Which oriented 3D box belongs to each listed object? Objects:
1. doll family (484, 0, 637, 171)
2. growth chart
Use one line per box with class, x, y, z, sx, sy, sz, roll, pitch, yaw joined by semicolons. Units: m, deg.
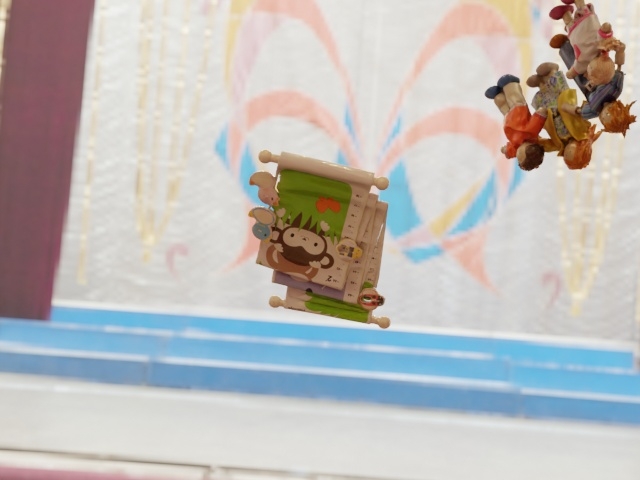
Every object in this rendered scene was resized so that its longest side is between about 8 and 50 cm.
doll family;0.332;-0.187;1.841;0.118;0.163;0.263;1;-36;-29
growth chart;0.000;0.000;1.668;0.172;0.237;0.021;6;37;8
